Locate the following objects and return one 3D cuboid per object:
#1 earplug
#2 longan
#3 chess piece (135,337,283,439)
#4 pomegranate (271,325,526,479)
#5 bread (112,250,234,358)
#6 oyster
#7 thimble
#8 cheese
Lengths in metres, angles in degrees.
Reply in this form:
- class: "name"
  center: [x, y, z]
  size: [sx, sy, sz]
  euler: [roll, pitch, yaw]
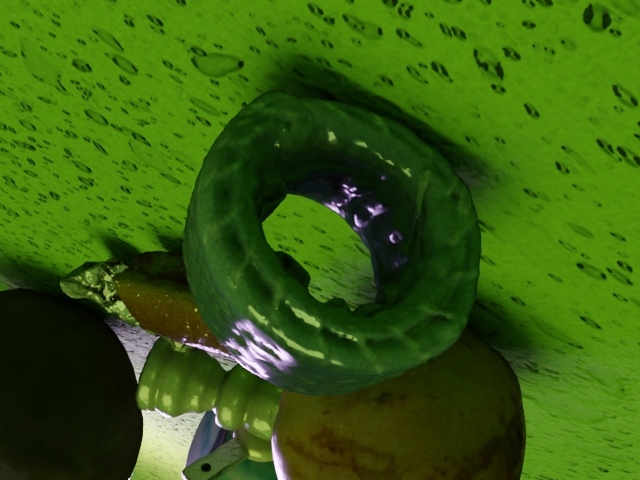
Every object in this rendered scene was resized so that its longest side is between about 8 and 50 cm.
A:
- class: "earplug"
  center: [-0.062, 0.415, 1.464]
  size: [0.324, 0.185, 0.185]
  euler: [27, 155, -17]
- class: "longan"
  center: [-0.509, 0.282, 1.367]
  size: [0.404, 0.404, 0.436]
  euler: [40, 157, -25]
- class: "chess piece"
  center: [-0.151, 0.237, 1.262]
  size: [0.243, 0.133, 0.133]
  euler: [18, 153, 6]
- class: "pomegranate"
  center: [0.073, 0.191, 0.818]
  size: [0.264, 0.264, 0.264]
  euler: [21, 153, 11]
- class: "bread"
  center: [-0.143, 0.074, 0.972]
  size: [0.172, 0.103, 0.132]
  euler: [9, 143, 32]
- class: "oyster"
  center: [-0.226, 0.095, 1.140]
  size: [0.199, 0.087, 0.252]
  euler: [22, 166, 10]
- class: "thimble"
  center: [0.000, 0.000, 0.615]
  size: [0.235, 0.198, 0.143]
  euler: [56, 155, 6]
- class: "cheese"
  center: [-0.112, 0.326, 1.292]
  size: [0.127, 0.235, 0.049]
  euler: [39, 139, 31]
